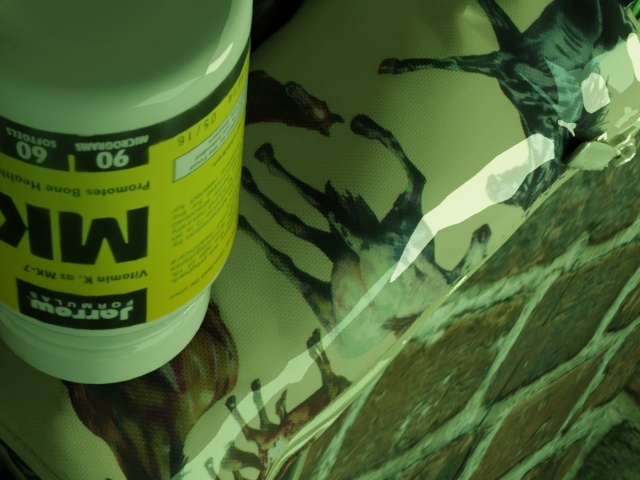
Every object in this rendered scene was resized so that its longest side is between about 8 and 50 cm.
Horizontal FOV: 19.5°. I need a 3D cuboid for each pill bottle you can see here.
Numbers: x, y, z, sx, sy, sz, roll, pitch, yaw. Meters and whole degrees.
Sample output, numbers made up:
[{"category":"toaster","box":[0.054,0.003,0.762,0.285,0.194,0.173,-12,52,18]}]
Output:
[{"category":"pill bottle","box":[-0.089,-0.036,0.733,0.119,0.119,0.208,-44,160,-27]}]

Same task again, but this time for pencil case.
[{"category":"pencil case","box":[0.000,0.000,0.929,0.410,0.183,0.160,-46,161,-19]}]

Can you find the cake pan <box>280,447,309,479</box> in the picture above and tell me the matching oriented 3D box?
[{"category":"cake pan","box":[-0.099,0.162,1.125,0.293,0.054,0.293,-49,155,-32]}]

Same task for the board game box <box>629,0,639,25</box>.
[{"category":"board game box","box":[0.259,-0.190,1.490,0.136,0.030,0.259,-25,147,-53]}]
